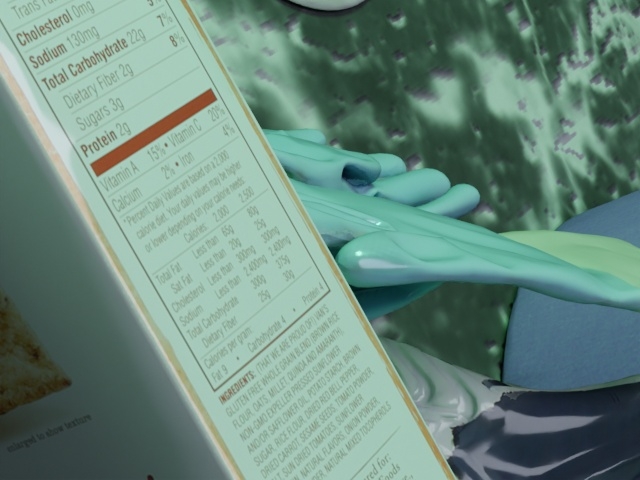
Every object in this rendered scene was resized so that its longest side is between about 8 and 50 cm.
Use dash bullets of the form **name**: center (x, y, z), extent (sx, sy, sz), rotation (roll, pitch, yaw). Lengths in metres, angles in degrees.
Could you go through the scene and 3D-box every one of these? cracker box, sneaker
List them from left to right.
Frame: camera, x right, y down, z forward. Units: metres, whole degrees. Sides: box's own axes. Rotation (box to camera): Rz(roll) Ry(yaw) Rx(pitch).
- **cracker box**: center (-0.073, 0.030, 0.421), extent (0.067, 0.156, 0.232), rotation (-38, 101, -52)
- **sneaker**: center (0.034, 0.088, 0.589), extent (0.235, 0.153, 0.094), rotation (-5, 70, -13)

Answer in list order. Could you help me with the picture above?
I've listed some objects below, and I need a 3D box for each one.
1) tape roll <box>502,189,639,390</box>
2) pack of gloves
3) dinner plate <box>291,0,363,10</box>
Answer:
- **tape roll**: center (0.190, 0.103, 0.771), extent (0.275, 0.090, 0.275), rotation (29, 50, -41)
- **pack of gloves**: center (0.000, 0.000, 0.543), extent (0.232, 0.195, 0.046), rotation (10, 100, -48)
- **dinner plate**: center (-0.014, -0.154, 0.715), extent (0.141, 0.017, 0.141), rotation (28, 50, -39)
